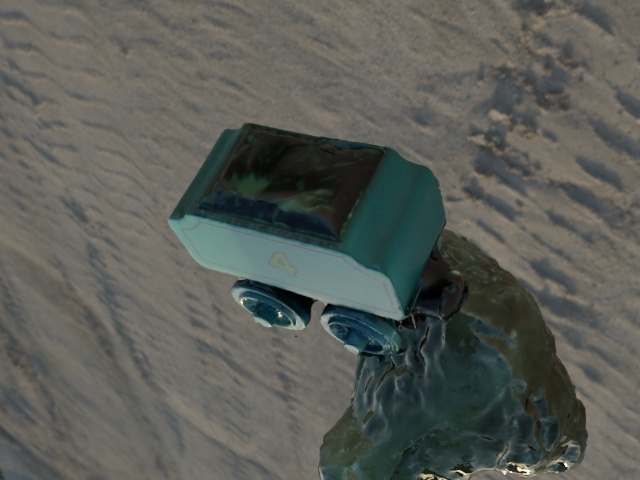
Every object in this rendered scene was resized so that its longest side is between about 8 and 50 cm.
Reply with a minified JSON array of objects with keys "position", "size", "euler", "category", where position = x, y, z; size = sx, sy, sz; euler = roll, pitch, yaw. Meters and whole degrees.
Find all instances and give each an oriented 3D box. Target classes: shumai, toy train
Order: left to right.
[{"position":[0.000,0.000,0.566],"size":[0.197,0.107,0.154],"euler":[14,152,26],"category":"toy train"},{"position":[0.087,0.132,0.723],"size":[0.225,0.221,0.261],"euler":[21,131,68],"category":"shumai"}]
